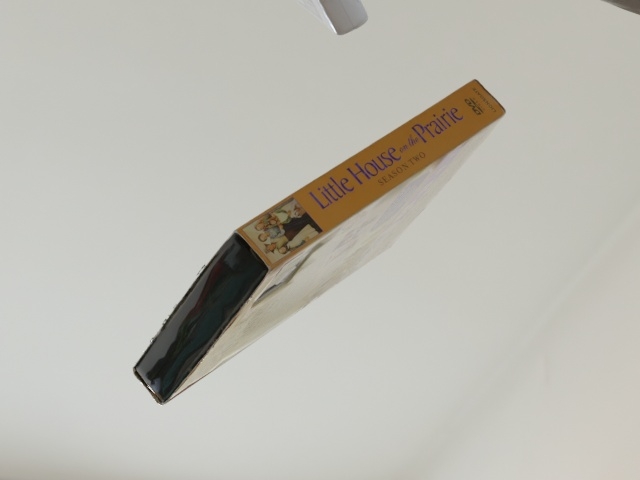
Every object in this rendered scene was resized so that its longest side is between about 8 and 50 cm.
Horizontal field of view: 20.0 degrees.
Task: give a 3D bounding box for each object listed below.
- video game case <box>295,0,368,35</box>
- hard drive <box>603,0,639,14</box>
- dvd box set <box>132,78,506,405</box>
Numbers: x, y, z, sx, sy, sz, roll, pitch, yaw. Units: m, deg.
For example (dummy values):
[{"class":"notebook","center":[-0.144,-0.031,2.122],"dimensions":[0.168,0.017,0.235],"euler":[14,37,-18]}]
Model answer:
[{"class":"video game case","center":[-0.046,-0.210,0.996],"dimensions":[0.023,0.201,0.183],"euler":[-30,-70,-2]},{"class":"hard drive","center":[0.169,-0.260,0.931],"dimensions":[0.233,0.353,0.047],"euler":[17,-36,-15]},{"class":"dvd box set","center":[0.000,0.000,2.031],"dimensions":[0.420,0.062,0.307],"euler":[-34,-12,-40]}]
